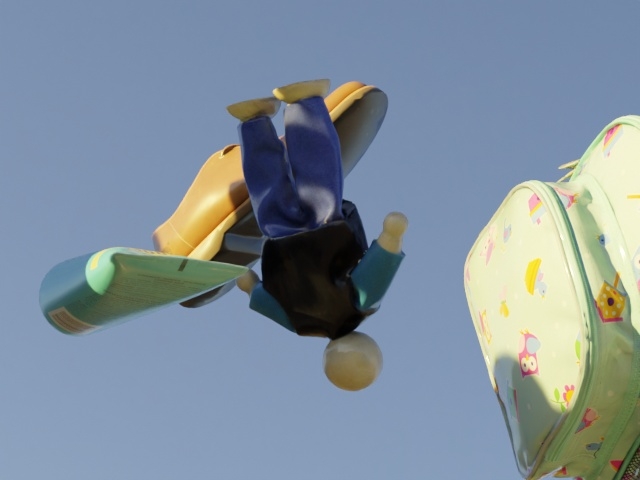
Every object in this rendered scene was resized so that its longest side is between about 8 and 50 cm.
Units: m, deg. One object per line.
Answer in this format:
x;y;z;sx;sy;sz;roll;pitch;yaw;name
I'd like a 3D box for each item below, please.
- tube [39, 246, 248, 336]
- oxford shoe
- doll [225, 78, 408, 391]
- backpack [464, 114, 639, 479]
-0.121;0.026;1.070;0.080;0.052;0.207;2;-8;-25;tube
-0.043;-0.048;1.240;0.212;0.076;0.076;-42;-27;13;oxford shoe
0.000;0.000;1.055;0.129;0.189;0.046;-15;-2;33;doll
0.160;0.028;0.847;0.144;0.166;0.188;4;-35;-23;backpack
